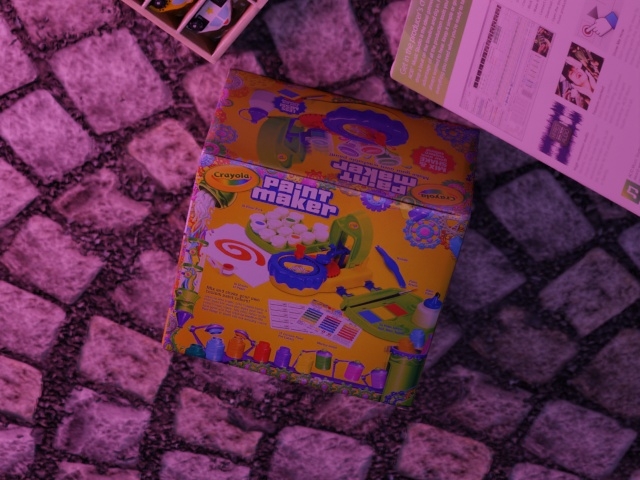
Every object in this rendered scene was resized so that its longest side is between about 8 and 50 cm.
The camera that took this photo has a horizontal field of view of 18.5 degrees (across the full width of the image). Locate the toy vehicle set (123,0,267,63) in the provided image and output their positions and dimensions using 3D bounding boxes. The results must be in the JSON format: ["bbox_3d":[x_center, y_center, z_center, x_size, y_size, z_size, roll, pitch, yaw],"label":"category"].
[{"bbox_3d":[-0.102,-0.325,2.042,0.166,0.035,0.267,33,124,-15],"label":"toy vehicle set"}]

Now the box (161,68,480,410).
[{"bbox_3d":[0.000,0.000,2.175,0.290,0.177,0.279,14,127,-1],"label":"box"}]

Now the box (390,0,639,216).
[{"bbox_3d":[0.235,-0.197,1.984,0.322,0.058,0.232,31,129,20],"label":"box"}]
